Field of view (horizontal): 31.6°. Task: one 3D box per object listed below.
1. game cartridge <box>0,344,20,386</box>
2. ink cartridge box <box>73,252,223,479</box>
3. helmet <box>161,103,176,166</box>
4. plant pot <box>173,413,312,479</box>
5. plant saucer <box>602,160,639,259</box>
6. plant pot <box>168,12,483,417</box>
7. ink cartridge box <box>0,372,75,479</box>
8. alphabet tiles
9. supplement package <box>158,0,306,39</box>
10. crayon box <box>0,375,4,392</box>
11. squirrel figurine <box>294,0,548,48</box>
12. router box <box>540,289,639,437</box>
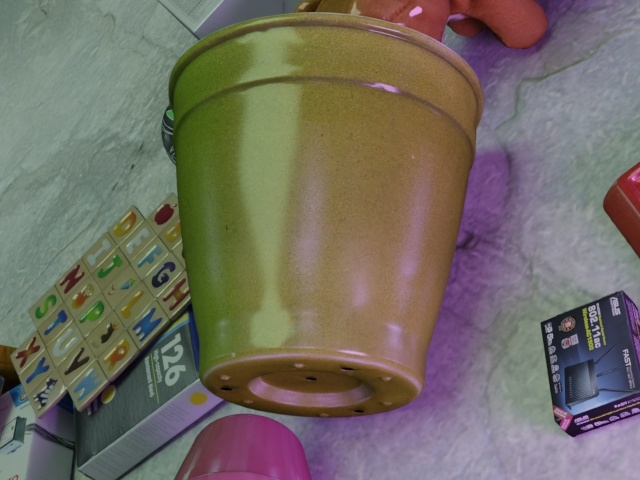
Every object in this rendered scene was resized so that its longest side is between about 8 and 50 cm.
[{"bbox_3d":[-0.637,0.199,1.706,0.285,0.324,0.052,-20,65,34],"label":"game cartridge"},{"bbox_3d":[-0.215,0.130,1.546,0.307,0.072,0.303,-39,38,18],"label":"ink cartridge box"},{"bbox_3d":[-0.149,-0.157,1.647,0.162,0.169,0.169,-28,40,1],"label":"helmet"},{"bbox_3d":[-0.084,0.289,1.191,0.201,0.201,0.180,-34,24,20],"label":"plant pot"},{"bbox_3d":[0.417,-0.050,1.082,0.259,0.048,0.258,-39,38,15],"label":"plant saucer"},{"bbox_3d":[0.000,0.000,1.251,0.367,0.366,0.352,-16,60,36],"label":"plant pot"},{"bbox_3d":[-0.420,0.303,1.591,0.140,0.082,0.190,-30,39,24],"label":"ink cartridge box"},{"bbox_3d":[-0.299,0.086,1.598,0.342,0.011,0.285,-45,37,-1],"label":"alphabet tiles"},{"bbox_3d":[-0.109,-0.371,1.756,0.198,0.199,0.262,-47,37,3],"label":"supplement package"},{"bbox_3d":[-0.610,0.365,1.630,0.363,0.106,0.313,-28,44,47],"label":"crayon box"},{"bbox_3d":[0.123,-0.375,1.368,0.370,0.397,0.281,-38,42,0],"label":"squirrel figurine"},{"bbox_3d":[0.268,0.119,1.093,0.092,0.038,0.122,-26,43,27],"label":"router box"}]
